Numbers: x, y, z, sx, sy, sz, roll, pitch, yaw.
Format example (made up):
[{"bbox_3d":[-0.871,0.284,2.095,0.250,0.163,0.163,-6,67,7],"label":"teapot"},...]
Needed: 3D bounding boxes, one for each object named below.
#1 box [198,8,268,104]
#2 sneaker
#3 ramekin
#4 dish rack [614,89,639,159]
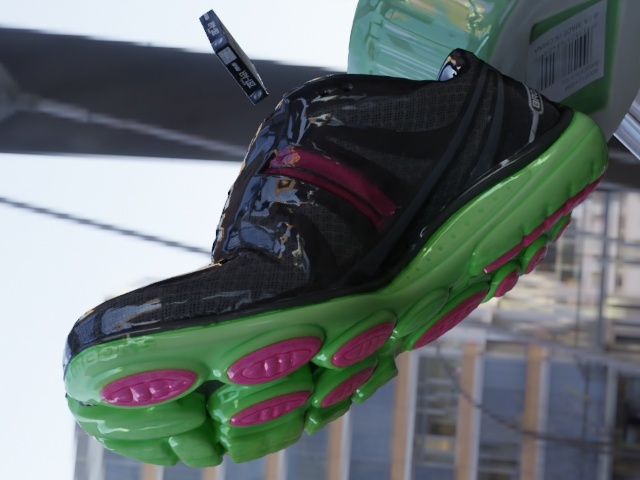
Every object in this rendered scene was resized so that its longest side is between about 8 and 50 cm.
[{"bbox_3d":[-0.088,-0.186,1.426,0.083,0.018,0.067,51,-171,-44],"label":"box"},{"bbox_3d":[0.000,0.000,1.019,0.482,0.202,0.185,-29,-25,-38],"label":"sneaker"},{"bbox_3d":[0.185,-0.188,1.345,0.303,0.148,0.303,-26,-48,-33],"label":"ramekin"},{"bbox_3d":[0.526,-0.226,1.963,0.285,0.333,0.072,-48,4,-20],"label":"dish rack"}]
